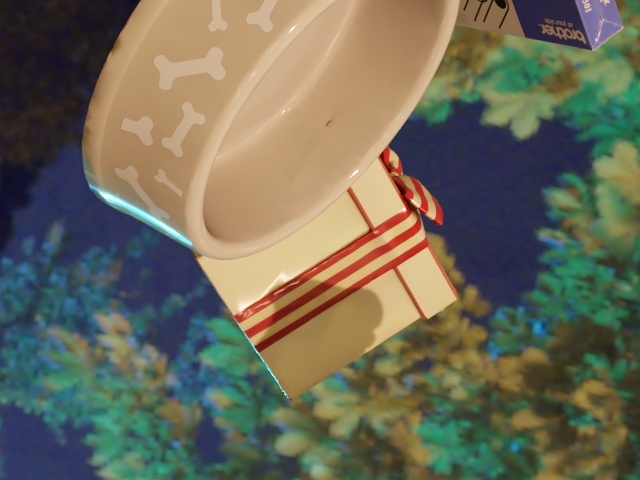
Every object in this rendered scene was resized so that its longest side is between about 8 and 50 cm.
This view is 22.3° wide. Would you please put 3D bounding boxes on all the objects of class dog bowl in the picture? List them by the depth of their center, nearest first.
[{"bbox_3d":[-0.025,-0.131,1.292,0.102,0.348,0.349,41,-61,19],"label":"dog bowl"}]

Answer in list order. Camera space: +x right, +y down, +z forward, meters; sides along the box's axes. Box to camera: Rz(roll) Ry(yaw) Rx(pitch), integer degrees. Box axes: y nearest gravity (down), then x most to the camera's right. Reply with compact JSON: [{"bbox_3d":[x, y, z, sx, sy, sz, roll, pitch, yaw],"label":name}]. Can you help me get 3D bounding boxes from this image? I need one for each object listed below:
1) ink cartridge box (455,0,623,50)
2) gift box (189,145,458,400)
[{"bbox_3d":[0.187,-0.244,1.532,0.046,0.097,0.207,-37,-148,-22],"label":"ink cartridge box"},{"bbox_3d":[0.000,0.000,1.851,0.258,0.276,0.255,-34,-146,-1],"label":"gift box"}]
